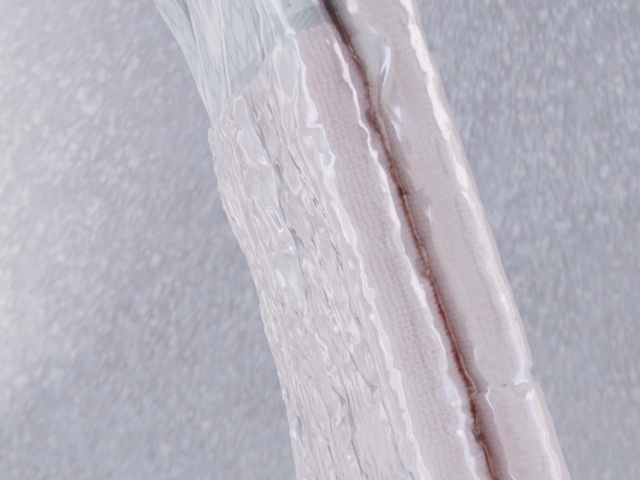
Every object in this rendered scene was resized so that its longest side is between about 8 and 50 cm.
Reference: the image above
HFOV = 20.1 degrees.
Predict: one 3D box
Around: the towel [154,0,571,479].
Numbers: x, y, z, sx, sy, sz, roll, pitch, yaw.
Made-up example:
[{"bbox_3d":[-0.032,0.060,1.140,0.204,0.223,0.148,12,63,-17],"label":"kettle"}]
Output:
[{"bbox_3d":[0.000,0.000,0.647,0.053,0.332,0.317,-19,92,-7],"label":"towel"}]
